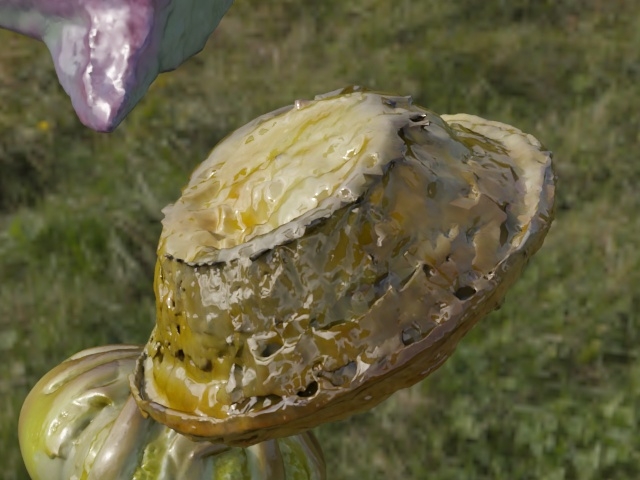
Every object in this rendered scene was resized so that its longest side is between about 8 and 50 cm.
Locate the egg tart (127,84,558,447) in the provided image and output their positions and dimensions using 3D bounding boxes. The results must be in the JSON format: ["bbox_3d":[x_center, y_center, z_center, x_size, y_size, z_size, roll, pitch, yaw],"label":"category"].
[{"bbox_3d":[0.000,0.000,0.649,0.191,0.074,0.191,-25,27,13],"label":"egg tart"}]

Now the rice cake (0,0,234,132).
[{"bbox_3d":[-0.155,-0.097,0.470,0.290,0.051,0.081,17,54,19],"label":"rice cake"}]

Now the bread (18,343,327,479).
[{"bbox_3d":[-0.092,0.127,1.088,0.213,0.105,0.213,13,3,-1],"label":"bread"}]
